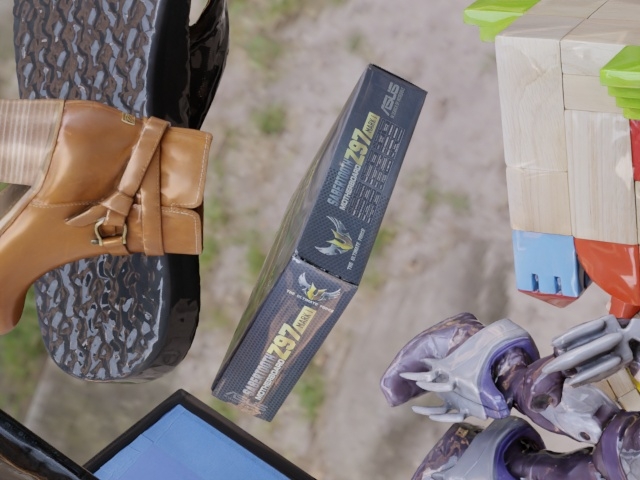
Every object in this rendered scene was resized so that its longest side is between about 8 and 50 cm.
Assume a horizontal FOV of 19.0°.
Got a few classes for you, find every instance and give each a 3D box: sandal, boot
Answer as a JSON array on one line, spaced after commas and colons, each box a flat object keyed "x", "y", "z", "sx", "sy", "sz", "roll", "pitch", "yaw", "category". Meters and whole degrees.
[{"x": -0.139, "y": -0.118, "z": 1.408, "sx": 0.167, "sy": 0.107, "sz": 0.446, "roll": 0, "pitch": 88, "yaw": 35, "category": "sandal"}, {"x": -0.152, "y": -0.004, "z": 1.250, "sx": 0.073, "sy": 0.152, "sz": 0.197, "roll": -91, "pitch": 11, "yaw": -48, "category": "boot"}]

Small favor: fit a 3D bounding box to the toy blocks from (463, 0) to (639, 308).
[{"x": 0.277, "y": -0.023, "z": 1.300, "sx": 0.381, "sy": 0.191, "sz": 0.261, "roll": 7, "pitch": 118, "yaw": 29, "category": "toy blocks"}]

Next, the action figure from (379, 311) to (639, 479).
[{"x": 0.150, "y": 0.113, "z": 1.006, "sx": 0.099, "sy": 0.185, "sz": 0.285, "roll": -31, "pitch": 19, "yaw": -31, "category": "action figure"}]

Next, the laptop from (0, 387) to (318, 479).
[{"x": 0.000, "y": 0.121, "z": 0.722, "sx": 0.234, "sy": 0.264, "sz": 0.136, "roll": 32, "pitch": 66, "yaw": 12, "category": "laptop"}]

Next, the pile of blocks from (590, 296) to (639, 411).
[{"x": 0.359, "y": 0.048, "z": 1.936, "sx": 0.149, "sy": 0.113, "sz": 0.362, "roll": -8, "pitch": 40, "yaw": 35, "category": "pile of blocks"}]

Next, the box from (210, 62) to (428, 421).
[{"x": 0.000, "y": 0.000, "z": 1.481, "sx": 0.183, "sy": 0.059, "sz": 0.233, "roll": -58, "pitch": 9, "yaw": 46, "category": "box"}]
